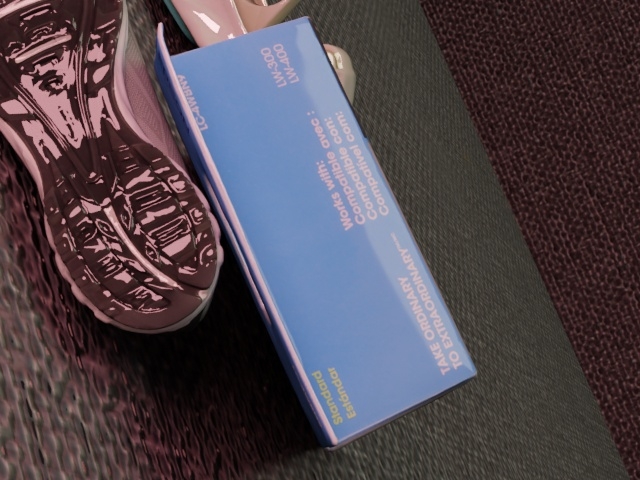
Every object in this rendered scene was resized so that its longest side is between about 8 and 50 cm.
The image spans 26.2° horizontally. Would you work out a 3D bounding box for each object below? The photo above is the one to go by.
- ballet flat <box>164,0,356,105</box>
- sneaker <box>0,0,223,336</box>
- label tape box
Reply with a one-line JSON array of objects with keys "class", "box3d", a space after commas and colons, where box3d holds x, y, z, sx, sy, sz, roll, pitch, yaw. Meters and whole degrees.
[{"class": "ballet flat", "box3d": [-0.049, -0.168, 1.161, 0.400, 0.139, 0.139, 64, 14, 4]}, {"class": "sneaker", "box3d": [-0.134, -0.063, 0.785, 0.108, 0.100, 0.271, 84, -16, -75]}, {"class": "label tape box", "box3d": [0.000, 0.000, 0.889, 0.347, 0.115, 0.249, 99, -33, -81]}]
